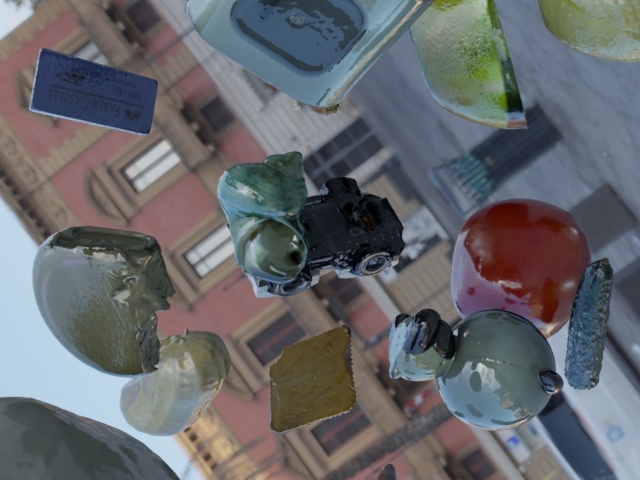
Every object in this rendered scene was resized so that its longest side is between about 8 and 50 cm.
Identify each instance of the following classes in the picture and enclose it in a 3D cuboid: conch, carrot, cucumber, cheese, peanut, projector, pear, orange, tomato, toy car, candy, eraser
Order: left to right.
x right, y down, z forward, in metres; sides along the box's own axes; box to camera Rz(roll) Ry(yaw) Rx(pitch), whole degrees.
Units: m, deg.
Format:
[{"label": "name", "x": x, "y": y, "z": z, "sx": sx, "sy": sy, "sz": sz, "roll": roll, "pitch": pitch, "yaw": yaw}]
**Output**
[{"label": "candy", "x": -0.243, "y": 0.352, "z": 1.046, "sx": 0.427, "sy": 0.186, "sz": 0.386, "roll": 29, "pitch": -140, "yaw": -61}, {"label": "eraser", "x": -0.303, "y": -0.197, "z": 1.324, "sx": 0.036, "sy": 0.082, "sz": 0.225, "roll": 13, "pitch": -177, "yaw": 37}, {"label": "cheese", "x": -0.248, "y": 0.075, "z": 1.151, "sx": 0.091, "sy": 0.175, "sz": 0.202, "roll": -56, "pitch": -39, "yaw": -52}, {"label": "peanut", "x": -0.306, "y": 0.309, "z": 2.045, "sx": 0.174, "sy": 0.340, "sz": 0.158, "roll": 18, "pitch": -143, "yaw": -19}, {"label": "conch", "x": -0.080, "y": -0.046, "z": 1.500, "sx": 0.176, "sy": 0.122, "sz": 0.188, "roll": 35, "pitch": 137, "yaw": 21}, {"label": "toy car", "x": 0.001, "y": 0.001, "z": 1.681, "sx": 0.118, "sy": 0.301, "sz": 0.193, "roll": 104, "pitch": 147, "yaw": -48}, {"label": "orange", "x": 0.006, "y": -0.325, "z": 2.243, "sx": 0.086, "sy": 0.062, "sz": 0.086, "roll": 12, "pitch": -157, "yaw": -5}, {"label": "projector", "x": 0.006, "y": -0.358, "z": 1.252, "sx": 0.248, "sy": 0.249, "sz": 0.248, "roll": 31, "pitch": -128, "yaw": -14}, {"label": "carrot", "x": 0.109, "y": 0.480, "z": 1.803, "sx": 0.069, "sy": 0.069, "sz": 0.336, "roll": 53, "pitch": -164, "yaw": 3}, {"label": "pear", "x": 0.275, "y": -0.391, "z": 1.942, "sx": 0.399, "sy": 0.165, "sz": 0.398, "roll": -16, "pitch": -90, "yaw": -78}, {"label": "tomato", "x": 0.366, "y": 0.062, "z": 1.869, "sx": 0.226, "sy": 0.298, "sz": 0.298, "roll": 6, "pitch": -155, "yaw": -20}, {"label": "cucumber", "x": 0.457, "y": 0.141, "z": 1.666, "sx": 0.067, "sy": 0.068, "sz": 0.293, "roll": -123, "pitch": 20, "yaw": -46}]

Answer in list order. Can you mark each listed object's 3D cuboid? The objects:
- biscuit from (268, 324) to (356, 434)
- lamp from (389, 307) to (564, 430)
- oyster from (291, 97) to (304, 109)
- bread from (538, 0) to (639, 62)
[{"label": "biscuit", "x": -0.023, "y": 0.328, "z": 2.300, "sx": 0.013, "sy": 0.237, "sz": 0.232, "roll": 43, "pitch": -146, "yaw": -45}, {"label": "lamp", "x": 0.225, "y": 0.179, "z": 1.438, "sx": 0.244, "sy": 0.197, "sz": 0.198, "roll": 22, "pitch": -170, "yaw": -9}, {"label": "oyster", "x": -0.033, "y": -0.480, "z": 2.277, "sx": 0.166, "sy": 0.110, "sz": 0.341, "roll": 21, "pitch": -110, "yaw": -50}, {"label": "bread", "x": 0.558, "y": -0.474, "z": 1.829, "sx": 0.320, "sy": 0.321, "sz": 0.237, "roll": -122, "pitch": 13, "yaw": -49}]
